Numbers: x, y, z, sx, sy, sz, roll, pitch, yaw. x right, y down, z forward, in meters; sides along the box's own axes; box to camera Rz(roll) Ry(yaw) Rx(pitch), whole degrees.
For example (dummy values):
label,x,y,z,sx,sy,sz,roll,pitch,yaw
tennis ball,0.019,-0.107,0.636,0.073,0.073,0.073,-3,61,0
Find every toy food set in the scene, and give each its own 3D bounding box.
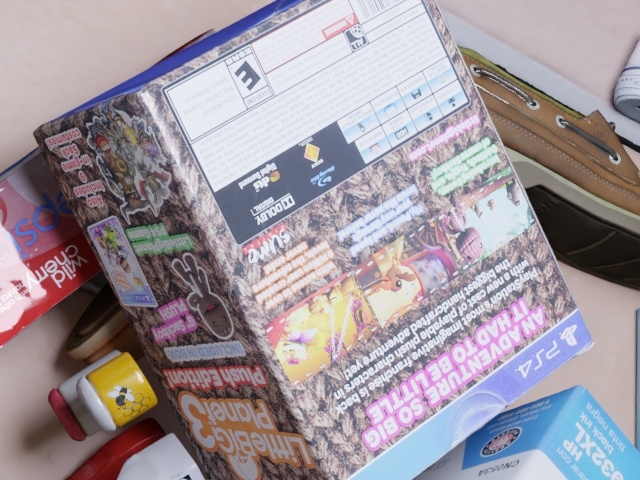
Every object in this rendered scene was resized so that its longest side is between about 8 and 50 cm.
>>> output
label,x,y,z,sx,sy,sz,roll,pitch,yaw
toy food set,-0.132,0.173,1.248,0.104,0.111,0.232,-32,129,-11

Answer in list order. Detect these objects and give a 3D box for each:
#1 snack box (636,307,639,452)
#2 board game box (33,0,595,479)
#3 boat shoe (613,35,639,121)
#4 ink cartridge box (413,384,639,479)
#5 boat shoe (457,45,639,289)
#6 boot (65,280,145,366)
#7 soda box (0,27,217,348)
label,x,y,z,sx,sy,sz,roll,pitch,yaw
snack box,0.404,0.153,1.549,0.322,0.060,0.187,4,83,-26
board game box,0.000,0.000,1.212,0.232,0.141,0.291,-32,101,-34
boat shoe,0.345,-0.101,1.535,0.226,0.083,0.075,26,75,-20
ink cartridge box,0.069,0.259,1.242,0.129,0.223,0.307,51,49,-12
boat shoe,0.194,-0.053,1.442,0.307,0.111,0.104,26,66,-27
boot,-0.022,0.070,1.342,0.283,0.109,0.220,-38,105,-31
soda box,-0.156,-0.032,1.286,0.263,0.083,0.092,-38,100,-23
